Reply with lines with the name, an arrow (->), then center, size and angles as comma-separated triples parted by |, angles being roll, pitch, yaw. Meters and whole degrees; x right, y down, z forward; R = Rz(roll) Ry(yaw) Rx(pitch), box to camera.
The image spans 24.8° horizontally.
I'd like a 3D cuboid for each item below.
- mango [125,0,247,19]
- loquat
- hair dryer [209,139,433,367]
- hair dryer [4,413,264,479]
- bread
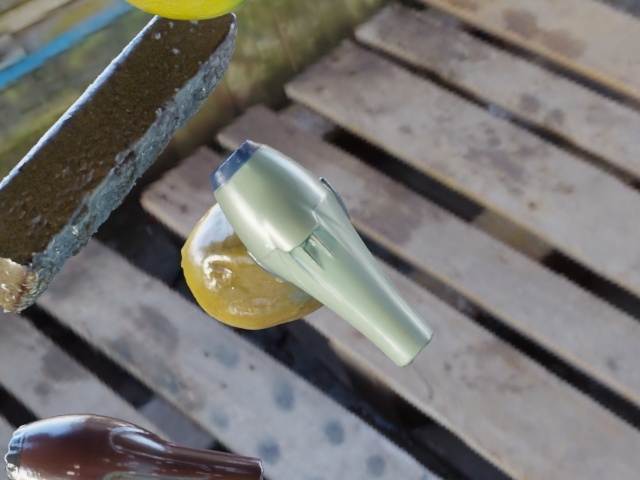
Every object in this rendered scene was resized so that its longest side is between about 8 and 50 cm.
mango -> -0.152, -0.295, 1.533 | 0.237, 0.137, 0.091 | 26, 50, 29
loquat -> -0.076, 0.029, 1.989 | 0.234, 0.187, 0.176 | -7, 43, 18
hair dryer -> 0.019, 0.024, 1.651 | 0.119, 0.298, 0.296 | -43, 75, 5
hair dryer -> -0.246, 0.385, 1.735 | 0.312, 0.123, 0.341 | 10, 74, 4
bread -> -0.253, -0.107, 1.704 | 0.113, 0.165, 0.417 | 39, 68, -2
